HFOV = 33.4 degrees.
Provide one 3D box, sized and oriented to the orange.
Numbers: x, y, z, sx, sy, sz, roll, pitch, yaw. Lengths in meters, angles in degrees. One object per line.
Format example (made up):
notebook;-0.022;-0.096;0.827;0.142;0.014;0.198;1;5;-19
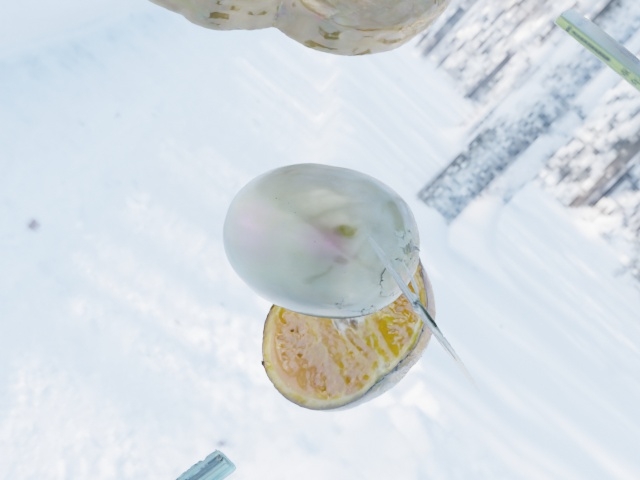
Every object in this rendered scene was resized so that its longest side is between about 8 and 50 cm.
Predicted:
orange;0.051;0.156;1.857;0.274;0.310;0.274;51;-21;28

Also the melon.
melon;0.000;0.000;1.557;0.317;0.223;0.223;11;-10;35

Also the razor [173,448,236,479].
razor;-0.214;0.315;1.289;0.111;0.278;0.056;-32;96;-40

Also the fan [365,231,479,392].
fan;0.087;0.058;0.965;0.191;0.009;0.329;55;0;13

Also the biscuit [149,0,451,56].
biscuit;-0.062;-0.274;0.841;0.376;0.051;0.269;33;51;13

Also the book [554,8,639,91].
book;0.489;-0.219;1.558;0.352;0.035;0.239;40;20;4
